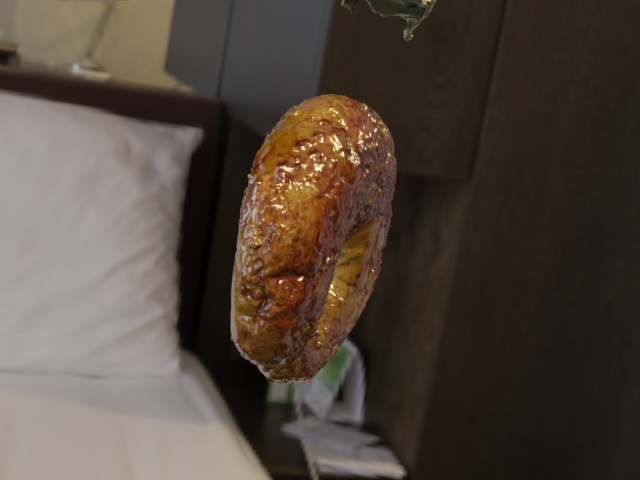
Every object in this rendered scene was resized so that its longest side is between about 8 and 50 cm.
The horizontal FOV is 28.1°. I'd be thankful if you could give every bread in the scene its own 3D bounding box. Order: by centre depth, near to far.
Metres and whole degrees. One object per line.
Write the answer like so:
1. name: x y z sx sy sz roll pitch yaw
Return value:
1. bread: 0.000 0.000 0.773 0.064 0.193 0.193 13 11 15

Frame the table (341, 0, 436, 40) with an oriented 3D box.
1. table: 0.063 -0.201 0.918 0.062 0.083 0.079 27 -13 0
